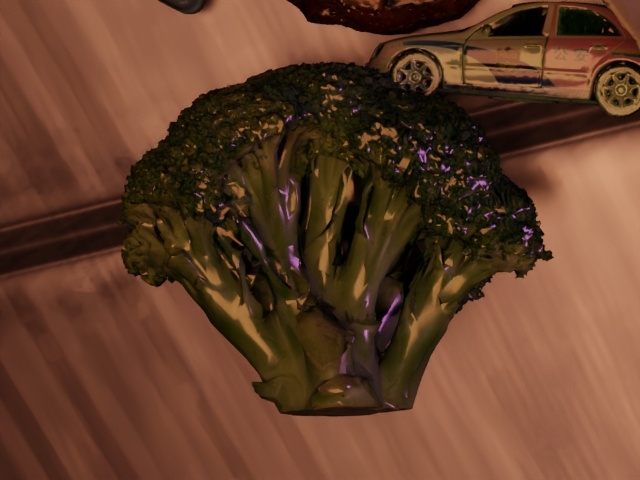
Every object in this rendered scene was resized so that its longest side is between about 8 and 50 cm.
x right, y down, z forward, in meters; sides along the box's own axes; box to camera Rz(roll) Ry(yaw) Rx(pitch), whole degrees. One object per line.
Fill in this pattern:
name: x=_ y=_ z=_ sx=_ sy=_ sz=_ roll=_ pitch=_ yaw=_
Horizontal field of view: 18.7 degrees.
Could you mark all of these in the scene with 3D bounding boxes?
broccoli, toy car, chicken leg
broccoli: x=0.000 y=0.000 z=1.267 sx=0.261 sy=0.269 sz=0.242 roll=-22 pitch=66 yaw=46
toy car: x=0.143 y=-0.123 z=1.303 sx=0.224 sy=0.090 sz=0.076 roll=5 pitch=96 yaw=9
chicken leg: x=0.070 y=-0.198 z=1.318 sx=0.234 sy=0.063 sz=0.105 roll=-28 pitch=87 yaw=14

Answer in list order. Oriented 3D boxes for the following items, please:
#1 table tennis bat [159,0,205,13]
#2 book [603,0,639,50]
table tennis bat: x=-0.053 y=-0.269 z=1.344 sx=0.149 sy=0.038 sz=0.237 roll=28 pitch=100 yaw=3
book: x=0.301 y=-0.222 z=1.164 sx=0.300 sy=0.039 sz=0.428 roll=-34 pitch=112 yaw=17
